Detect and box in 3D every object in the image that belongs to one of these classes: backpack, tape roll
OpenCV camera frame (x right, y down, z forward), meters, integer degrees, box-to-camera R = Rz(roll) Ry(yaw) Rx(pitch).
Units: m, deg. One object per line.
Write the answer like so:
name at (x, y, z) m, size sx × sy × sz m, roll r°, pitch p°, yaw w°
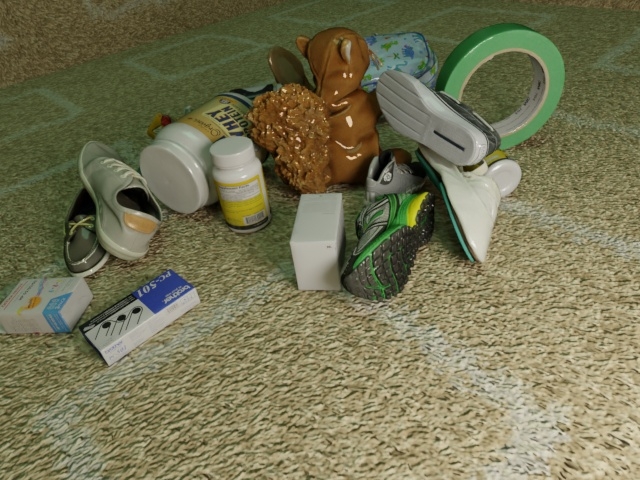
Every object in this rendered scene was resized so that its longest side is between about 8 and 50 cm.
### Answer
backpack at (0.207, -0.538, 1.562) m, size 0.355 × 0.273 × 0.290 m, roll 3°, pitch 56°, yaw -8°
tape roll at (0.468, -0.395, 1.249) m, size 0.321 × 0.321 × 0.077 m, roll -8°, pitch 38°, yaw 0°

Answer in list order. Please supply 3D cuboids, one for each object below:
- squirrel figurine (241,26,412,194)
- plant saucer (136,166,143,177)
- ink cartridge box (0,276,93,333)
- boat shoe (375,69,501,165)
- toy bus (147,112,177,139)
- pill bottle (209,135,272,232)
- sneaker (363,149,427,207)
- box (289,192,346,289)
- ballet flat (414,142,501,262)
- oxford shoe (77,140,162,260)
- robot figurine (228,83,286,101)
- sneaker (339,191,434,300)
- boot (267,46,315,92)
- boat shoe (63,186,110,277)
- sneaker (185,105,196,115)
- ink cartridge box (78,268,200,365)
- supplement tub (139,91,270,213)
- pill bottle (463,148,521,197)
squirrel figurine at (0.015, -0.329, 1.209) m, size 0.397 × 0.370 × 0.281 m, roll -30°, pitch 43°, yaw -26°
plant saucer at (-0.500, -0.216, 1.449) m, size 0.119 × 0.021 × 0.119 m, roll -5°, pitch 37°, yaw 4°
ink cartridge box at (-0.586, 0.134, 0.978) m, size 0.181 × 0.062 × 0.104 m, roll -3°, pitch 37°, yaw 7°
boat shoe at (0.262, -0.280, 1.085) m, size 0.119 × 0.121 × 0.335 m, roll -16°, pitch 53°, yaw -37°
toy bus at (-0.443, -0.311, 1.492) m, size 0.104 × 0.191 × 0.202 m, roll -54°, pitch 39°, yaw 13°
pill bottle at (-0.190, -0.132, 1.126) m, size 0.119 × 0.209 × 0.119 m, roll -5°, pitch 37°, yaw 4°
sneaker at (0.192, -0.174, 1.170) m, size 0.086 × 0.132 × 0.228 m, roll 25°, pitch 49°, yaw 36°
box at (0.000, 0.000, 0.983) m, size 0.091 × 0.130 × 0.170 m, roll -1°, pitch 37°, yaw 9°
ballet flat at (0.318, -0.123, 1.046) m, size 0.139 × 0.139 × 0.400 m, roll -9°, pitch 41°, yaw 0°
oxford shoe at (-0.500, -0.134, 1.193) m, size 0.130 × 0.169 × 0.449 m, roll -51°, pitch 47°, yaw 16°
robot figurine at (-0.198, -0.410, 1.518) m, size 0.278 × 0.174 × 0.209 m, roll -8°, pitch 40°, yaw 1°
sneaker at (0.124, 0.006, 0.976) m, size 0.146 × 0.134 × 0.343 m, roll 6°, pitch 30°, yaw 29°
boot at (-0.118, -0.564, 1.645) m, size 0.104 × 0.295 × 0.211 m, roll -51°, pitch 42°, yaw 1°
boat shoe at (-0.577, -0.027, 1.160) m, size 0.109 × 0.091 × 0.305 m, roll -15°, pitch 38°, yaw -8°
sneaker at (-0.357, -0.432, 1.645) m, size 0.228 × 0.092 × 0.087 m, roll -7°, pitch 36°, yaw 0°
ink cartridge box at (-0.352, 0.144, 0.932) m, size 0.097 × 0.046 × 0.207 m, roll 27°, pitch 49°, yaw 36°
supplement tub at (-0.298, -0.236, 1.266) m, size 0.228 × 0.228 × 0.316 m, roll 14°, pitch 43°, yaw 26°
pill bottle at (0.406, -0.190, 1.175) m, size 0.103 × 0.103 × 0.184 m, roll -13°, pitch 38°, yaw -6°
